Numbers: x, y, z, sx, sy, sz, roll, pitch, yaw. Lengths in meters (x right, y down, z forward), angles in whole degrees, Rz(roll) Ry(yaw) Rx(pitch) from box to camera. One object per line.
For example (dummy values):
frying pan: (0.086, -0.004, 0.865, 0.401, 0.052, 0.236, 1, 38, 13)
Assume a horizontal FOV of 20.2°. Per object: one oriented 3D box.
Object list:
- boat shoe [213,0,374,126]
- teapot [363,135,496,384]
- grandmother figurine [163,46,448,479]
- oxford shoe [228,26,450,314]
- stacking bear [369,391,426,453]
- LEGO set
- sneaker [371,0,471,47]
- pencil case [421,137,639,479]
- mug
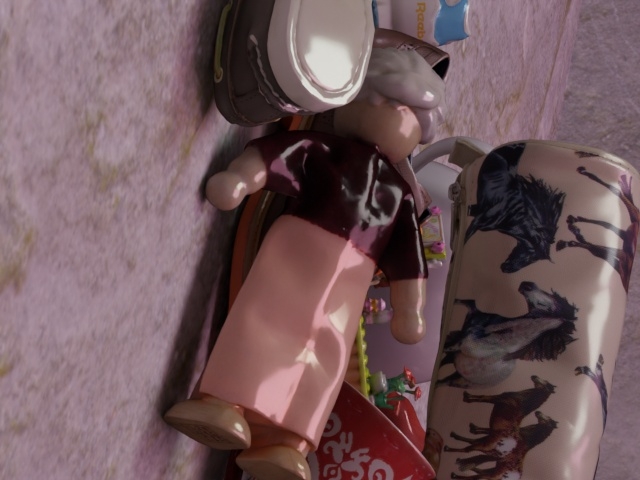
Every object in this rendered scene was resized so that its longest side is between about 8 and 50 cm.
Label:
boat shoe: (-0.004, -0.208, 1.297, 0.109, 0.091, 0.305, 41, 48, -31)
teapot: (0.127, 0.034, 1.837, 0.256, 0.187, 0.253, 28, 72, -76)
grandmother figurine: (0.000, 0.000, 1.328, 0.208, 0.104, 0.342, 40, 65, -35)
oxford shoe: (0.015, -0.010, 1.425, 0.130, 0.132, 0.364, 63, 38, -70)
stacking bear: (0.020, 0.263, 1.623, 0.164, 0.175, 0.289, -56, 165, 20)
LEGO set: (0.061, 0.064, 1.552, 0.132, 0.107, 0.287, 80, 5, -54)
sneaker: (0.083, -0.234, 1.604, 0.229, 0.092, 0.087, -92, -179, -55)
pencil case: (0.166, 0.114, 1.579, 0.160, 0.183, 0.410, 89, 14, -66)
mug: (-0.014, 0.203, 1.435, 0.169, 0.150, 0.113, -45, 115, -9)
